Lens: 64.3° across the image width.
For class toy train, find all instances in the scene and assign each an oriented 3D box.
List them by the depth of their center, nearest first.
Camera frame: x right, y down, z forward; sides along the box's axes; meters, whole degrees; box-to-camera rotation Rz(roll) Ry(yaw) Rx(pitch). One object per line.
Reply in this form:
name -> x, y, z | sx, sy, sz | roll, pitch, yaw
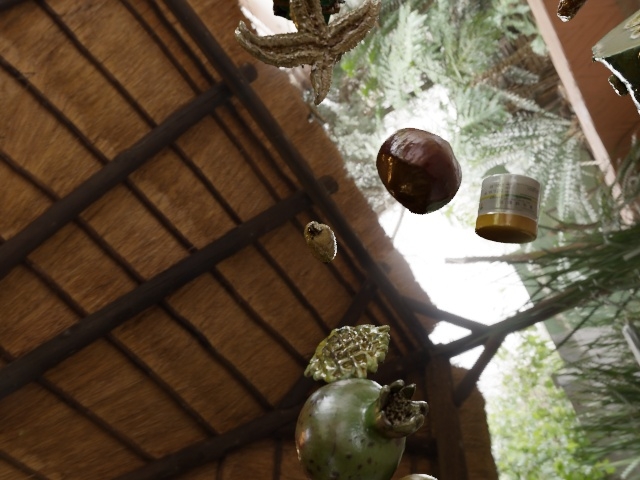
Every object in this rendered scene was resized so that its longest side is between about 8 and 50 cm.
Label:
toy train -> -0.044, -0.637, 1.371 | 0.228, 0.136, 0.091 | 0, -126, -16

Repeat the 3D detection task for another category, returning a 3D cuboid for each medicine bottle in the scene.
medicine bottle -> 0.757, -0.124, 2.056 | 0.238, 0.238, 0.231 | 28, -111, -55

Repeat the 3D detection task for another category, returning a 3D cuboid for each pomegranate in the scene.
pomegranate -> 0.089, 0.374, 1.045 | 0.242, 0.306, 0.242 | 39, -163, -14

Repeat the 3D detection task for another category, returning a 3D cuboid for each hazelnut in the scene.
hazelnut -> 0.223, -0.152, 1.153 | 0.201, 0.170, 0.160 | 51, -150, -30

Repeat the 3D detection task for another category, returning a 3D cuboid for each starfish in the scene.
starfish -> -0.021, -0.542, 1.245 | 0.324, 0.082, 0.432 | 37, -114, -25

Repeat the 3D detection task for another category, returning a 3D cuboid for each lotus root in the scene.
lotus root -> 0.000, 0.000, 1.112 | 0.152, 0.063, 0.072 | 64, -167, -57

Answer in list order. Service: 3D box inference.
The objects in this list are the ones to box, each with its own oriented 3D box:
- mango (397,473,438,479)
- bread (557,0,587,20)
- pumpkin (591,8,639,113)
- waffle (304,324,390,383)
mango -> 0.196, 0.647, 1.096 | 0.142, 0.195, 0.331 | -8, -79, -38
bread -> 0.671, -0.644, 1.283 | 0.064, 0.193, 0.193 | 41, -159, 8
pumpkin -> 0.450, -0.192, 0.502 | 0.197, 0.263, 0.293 | 49, -145, -7
waffle -> 0.073, 0.287, 1.312 | 0.223, 0.204, 0.054 | -48, -54, -47
